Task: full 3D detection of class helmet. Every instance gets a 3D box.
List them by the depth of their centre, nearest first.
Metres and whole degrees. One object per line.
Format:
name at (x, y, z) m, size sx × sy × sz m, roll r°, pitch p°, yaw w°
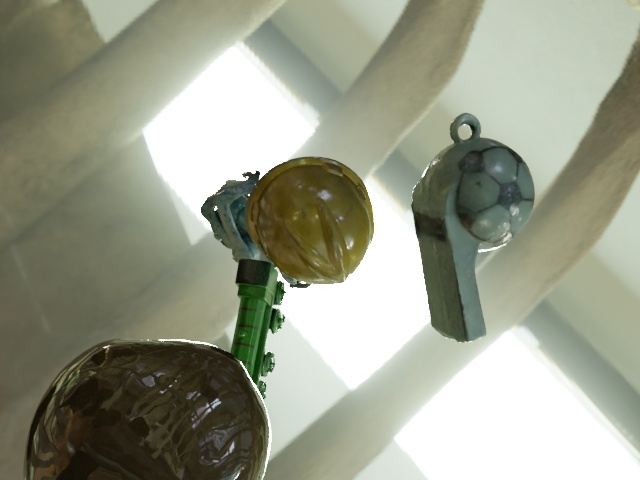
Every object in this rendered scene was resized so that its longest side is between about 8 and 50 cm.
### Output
helmet at (0.000, 0.000, 1.704) m, size 0.257 × 0.205 × 0.140 m, roll 57°, pitch 7°, yaw -38°

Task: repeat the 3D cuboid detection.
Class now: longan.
longan at (-0.213, 0.253, 1.306) m, size 0.350 × 0.288 × 0.288 m, roll -20°, pitch -86°, yaw 43°

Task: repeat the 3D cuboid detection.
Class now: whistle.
whistle at (0.209, -0.025, 1.414) m, size 0.163 × 0.163 × 0.290 m, roll 3°, pitch -70°, yaw 45°

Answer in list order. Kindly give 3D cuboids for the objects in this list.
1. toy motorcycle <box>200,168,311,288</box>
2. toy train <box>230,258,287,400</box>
toy motorcycle at (-0.109, -0.023, 2.146) m, size 0.260 × 0.154 × 0.206 m, roll 32°, pitch -44°, yaw 12°
toy train at (-0.114, 0.155, 1.754) m, size 0.085 × 0.119 × 0.251 m, roll 6°, pitch -108°, yaw 11°
